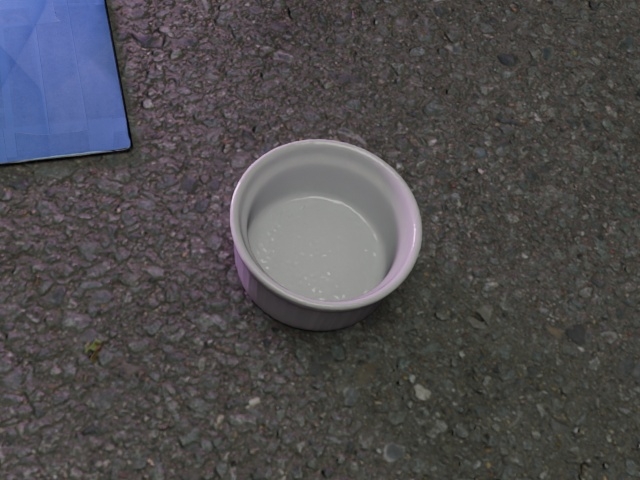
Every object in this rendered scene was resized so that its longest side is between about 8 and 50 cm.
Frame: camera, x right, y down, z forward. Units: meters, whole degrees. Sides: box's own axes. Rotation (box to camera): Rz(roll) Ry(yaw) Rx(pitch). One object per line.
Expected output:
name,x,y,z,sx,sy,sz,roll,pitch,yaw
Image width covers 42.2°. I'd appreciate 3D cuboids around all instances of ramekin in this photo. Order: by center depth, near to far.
ramekin,0.000,0.000,1.231,0.277,0.135,0.277,5,61,-8

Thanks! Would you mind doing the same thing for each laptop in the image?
laptop,-0.528,-0.327,1.260,0.236,0.408,0.381,-24,64,16
